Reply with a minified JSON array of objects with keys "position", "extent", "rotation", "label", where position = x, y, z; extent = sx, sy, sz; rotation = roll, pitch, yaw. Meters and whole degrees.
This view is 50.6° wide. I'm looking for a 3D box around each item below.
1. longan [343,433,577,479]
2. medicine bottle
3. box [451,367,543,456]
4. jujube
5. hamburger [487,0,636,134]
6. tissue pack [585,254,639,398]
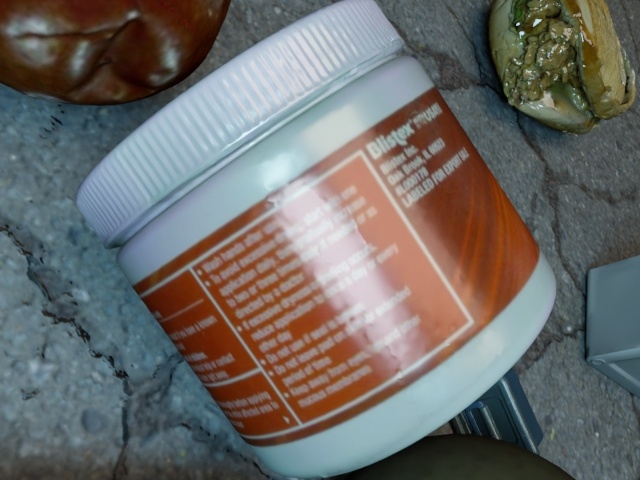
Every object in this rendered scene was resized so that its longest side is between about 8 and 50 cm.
[{"position":[0.114,0.258,0.494],"extent":[0.248,0.248,0.248],"rotation":[16,62,-33],"label":"longan"},{"position":[0.000,0.000,0.487],"extent":[0.252,0.253,0.240],"rotation":[-40,99,-42],"label":"medicine bottle"},{"position":[0.176,0.177,0.679],"extent":[0.054,0.074,0.099],"rotation":[-15,81,-56],"label":"box"},{"position":[-0.182,-0.253,0.496],"extent":[0.223,0.223,0.317],"rotation":[-1,64,-39],"label":"jujube"},{"position":[0.342,-0.266,0.956],"extent":[0.243,0.146,0.286],"rotation":[51,42,-18],"label":"hamburger"},{"position":[0.481,0.133,0.882],"extent":[0.246,0.159,0.135],"rotation":[34,55,-24],"label":"tissue pack"}]
